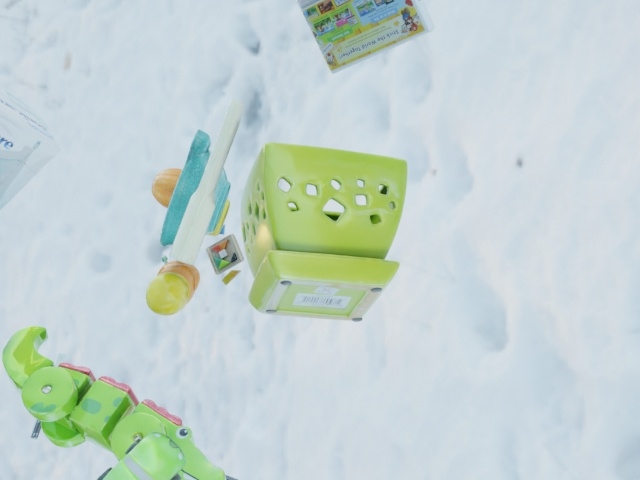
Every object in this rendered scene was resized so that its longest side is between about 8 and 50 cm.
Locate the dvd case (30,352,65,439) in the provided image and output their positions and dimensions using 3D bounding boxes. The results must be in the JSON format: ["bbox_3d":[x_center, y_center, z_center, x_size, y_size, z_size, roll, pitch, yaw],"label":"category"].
[{"bbox_3d":[-0.435,0.247,1.627,0.087,0.013,0.119,-126,58,-74],"label":"dvd case"}]

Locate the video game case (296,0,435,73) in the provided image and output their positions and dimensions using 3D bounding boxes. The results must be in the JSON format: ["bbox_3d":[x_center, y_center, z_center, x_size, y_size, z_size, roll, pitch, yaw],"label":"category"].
[{"bbox_3d":[0.063,-0.418,1.761,0.227,0.026,0.206,-16,106,40],"label":"video game case"}]

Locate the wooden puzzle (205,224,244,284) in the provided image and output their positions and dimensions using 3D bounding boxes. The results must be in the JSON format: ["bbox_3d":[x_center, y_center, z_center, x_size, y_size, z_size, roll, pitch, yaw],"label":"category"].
[{"bbox_3d":[-0.205,0.030,2.183,0.079,0.014,0.116,-35,71,13],"label":"wooden puzzle"}]

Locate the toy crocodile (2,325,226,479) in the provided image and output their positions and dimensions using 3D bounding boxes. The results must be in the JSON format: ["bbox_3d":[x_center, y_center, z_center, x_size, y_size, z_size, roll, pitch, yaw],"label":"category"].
[{"bbox_3d":[-0.255,0.219,1.252,0.105,0.341,0.115,-56,-21,-27],"label":"toy crocodile"}]

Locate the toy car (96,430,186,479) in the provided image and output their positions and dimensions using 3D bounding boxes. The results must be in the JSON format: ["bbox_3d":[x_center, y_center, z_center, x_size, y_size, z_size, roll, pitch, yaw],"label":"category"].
[{"bbox_3d":[-0.226,0.281,1.002,0.225,0.239,0.053,-47,-6,-3],"label":"toy car"}]

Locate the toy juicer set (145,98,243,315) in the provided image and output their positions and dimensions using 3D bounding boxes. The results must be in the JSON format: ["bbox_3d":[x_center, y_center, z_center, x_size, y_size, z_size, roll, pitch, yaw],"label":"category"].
[{"bbox_3d":[-0.171,-0.022,1.211,0.329,0.090,0.209,118,172,-70],"label":"toy juicer set"}]

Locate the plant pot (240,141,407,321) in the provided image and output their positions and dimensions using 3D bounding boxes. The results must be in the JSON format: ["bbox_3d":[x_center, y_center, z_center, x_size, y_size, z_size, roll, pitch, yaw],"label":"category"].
[{"bbox_3d":[0.000,0.000,1.554,0.227,0.228,0.207,120,153,-63],"label":"plant pot"}]

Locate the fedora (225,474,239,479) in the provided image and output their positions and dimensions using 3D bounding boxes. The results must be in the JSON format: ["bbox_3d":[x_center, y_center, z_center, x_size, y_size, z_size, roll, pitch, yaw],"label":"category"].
[{"bbox_3d":[-0.205,0.573,1.758,0.334,0.152,0.333,6,106,23],"label":"fedora"}]

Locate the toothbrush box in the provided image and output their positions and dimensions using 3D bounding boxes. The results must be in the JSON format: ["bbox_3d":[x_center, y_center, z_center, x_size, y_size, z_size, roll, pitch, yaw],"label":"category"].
[{"bbox_3d":[-0.615,-0.128,1.668,0.295,0.216,0.126,-43,55,8],"label":"toothbrush box"}]
